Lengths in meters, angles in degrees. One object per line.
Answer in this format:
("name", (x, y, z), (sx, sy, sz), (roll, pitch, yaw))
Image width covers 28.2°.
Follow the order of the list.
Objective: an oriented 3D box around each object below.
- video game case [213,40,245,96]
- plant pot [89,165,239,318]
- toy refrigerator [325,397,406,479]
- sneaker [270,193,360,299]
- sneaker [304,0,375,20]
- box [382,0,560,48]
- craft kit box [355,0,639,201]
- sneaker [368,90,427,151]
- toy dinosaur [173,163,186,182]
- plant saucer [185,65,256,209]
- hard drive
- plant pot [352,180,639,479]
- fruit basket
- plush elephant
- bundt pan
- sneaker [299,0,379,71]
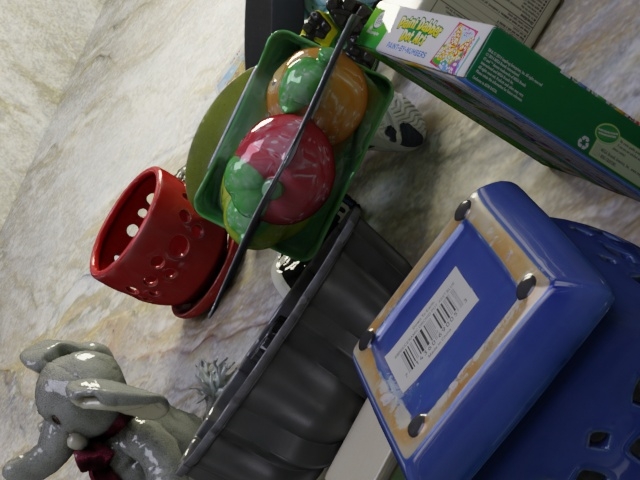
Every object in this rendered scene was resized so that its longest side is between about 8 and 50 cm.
("video game case", (-0.118, -0.312, 2.251), (0.193, 0.023, 0.212), (-53, 24, 16))
("plant pot", (-0.222, 0.009, 1.897), (0.191, 0.174, 0.191), (-46, 27, 31))
("toy refrigerator", (0.123, 0.131, 1.158), (0.269, 0.102, 0.094), (-61, 23, -4))
("sneaker", (0.000, 0.000, 1.582), (0.121, 0.079, 0.217), (-52, 23, 20))
("sneaker", (0.049, -0.374, 1.897), (0.366, 0.135, 0.150), (-154, 74, -68))
("box", (0.186, -0.301, 1.472), (0.232, 0.148, 0.127), (-58, 23, 3))
("craft kit box", (0.182, -0.122, 1.150), (0.061, 0.250, 0.246), (-61, 24, 1))
("sneaker", (0.019, -0.126, 1.627), (0.153, 0.235, 0.094), (87, -165, -54))
("toy dinosaur", (-0.222, -0.109, 2.184), (0.268, 0.064, 0.118), (-63, 17, -15))
("plant saucer", (-0.097, -0.133, 1.818), (0.037, 0.241, 0.241), (30, 90, 26))
("hard drive", (-0.071, -0.300, 1.959), (0.172, 0.054, 0.254), (-146, 54, -66))
("plant pot", (0.166, 0.104, 0.965), (0.236, 0.212, 0.236), (-54, 25, 14))
("fruit basket", (-0.044, -0.101, 1.374), (0.327, 0.165, 0.353), (-64, -3, 11))
("plush elephant", (-0.275, 0.253, 1.619), (0.330, 0.255, 0.272), (-63, 24, -8))
("bundt pan", (-0.007, 0.132, 1.310), (0.331, 0.124, 0.331), (-56, 2, 2))
("sneaker", (0.000, -0.167, 1.765), (0.343, 0.134, 0.146), (-60, -12, 16))
